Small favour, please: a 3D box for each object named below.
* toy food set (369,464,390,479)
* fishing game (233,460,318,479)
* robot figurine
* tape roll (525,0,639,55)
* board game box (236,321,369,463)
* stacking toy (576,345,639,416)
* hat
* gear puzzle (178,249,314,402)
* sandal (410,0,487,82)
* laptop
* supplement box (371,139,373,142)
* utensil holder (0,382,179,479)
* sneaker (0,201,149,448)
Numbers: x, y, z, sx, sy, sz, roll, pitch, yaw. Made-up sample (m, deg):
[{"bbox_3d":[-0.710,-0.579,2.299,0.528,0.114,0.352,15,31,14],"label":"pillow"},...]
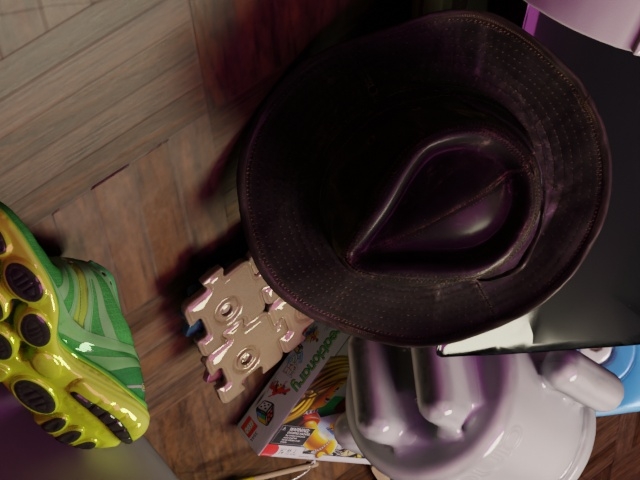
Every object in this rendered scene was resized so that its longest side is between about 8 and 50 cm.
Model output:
[{"bbox_3d":[0.140,0.243,2.352,0.192,0.038,0.132,-34,144,-8],"label":"toy food set"},{"bbox_3d":[-0.116,0.335,2.131,0.189,0.041,0.264,-11,144,-34],"label":"fishing game"},{"bbox_3d":[0.160,0.177,1.968,0.300,0.200,0.353,-15,156,29],"label":"robot figurine"},{"bbox_3d":[0.267,-0.290,1.568,0.246,0.246,0.169,-14,140,-43],"label":"tape roll"},{"bbox_3d":[0.069,0.161,2.085,0.305,0.053,0.193,12,120,-49],"label":"board game box"},{"bbox_3d":[0.317,0.099,2.238,0.175,0.166,0.302,-7,-173,5],"label":"stacking toy"},{"bbox_3d":[0.092,-0.029,1.605,0.331,0.331,0.134,-53,-168,17],"label":"hat"},{"bbox_3d":[0.000,0.000,1.828,0.339,0.044,0.175,-39,142,-17],"label":"gear puzzle"},{"bbox_3d":[0.132,-0.141,1.687,0.120,0.086,0.303,-44,144,-44],"label":"sandal"},{"bbox_3d":[0.271,-0.109,1.856,0.408,0.236,0.382,-80,-177,-69],"label":"laptop"},{"bbox_3d":[0.043,-0.079,1.723,0.083,0.056,0.083,-60,148,-15],"label":"supplement box"},{"bbox_3d":[-0.208,0.354,1.667,0.327,0.385,0.328,-33,150,-22],"label":"utensil holder"},{"bbox_3d":[-0.234,0.058,1.547,0.109,0.123,0.295,-15,137,13],"label":"sneaker"}]
